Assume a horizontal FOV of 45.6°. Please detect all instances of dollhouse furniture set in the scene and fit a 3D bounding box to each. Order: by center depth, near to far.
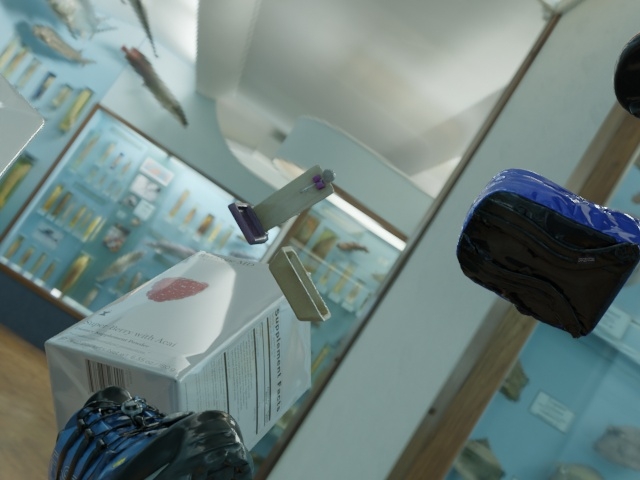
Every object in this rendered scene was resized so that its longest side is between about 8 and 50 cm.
[{"bbox_3d":[0.000,0.000,0.607,0.114,0.081,0.091,60,11,5],"label":"dollhouse furniture set"}]

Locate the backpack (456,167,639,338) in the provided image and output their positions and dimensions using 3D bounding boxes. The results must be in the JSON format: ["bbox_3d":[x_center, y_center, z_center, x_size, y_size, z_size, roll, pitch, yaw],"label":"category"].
[{"bbox_3d":[0.168,0.002,0.587,0.120,0.098,0.101,24,28,6],"label":"backpack"}]

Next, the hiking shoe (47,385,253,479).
[{"bbox_3d":[-0.158,0.172,0.591,0.113,0.132,0.304,-3,-25,-38],"label":"hiking shoe"}]

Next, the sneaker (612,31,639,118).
[{"bbox_3d":[0.379,-0.128,0.601,0.276,0.135,0.097,19,-44,13],"label":"sneaker"}]

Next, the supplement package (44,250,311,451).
[{"bbox_3d":[-0.151,0.150,0.911,0.177,0.175,0.293,10,23,23],"label":"supplement package"}]

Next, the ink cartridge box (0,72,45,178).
[{"bbox_3d":[-0.360,0.017,0.468,0.119,0.353,0.207,49,26,-25],"label":"ink cartridge box"}]
